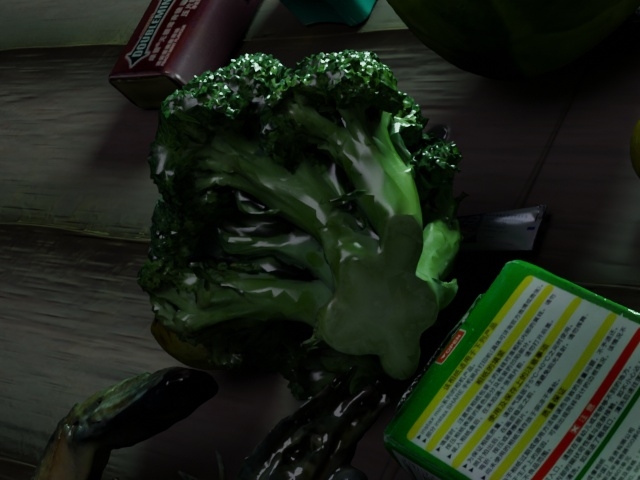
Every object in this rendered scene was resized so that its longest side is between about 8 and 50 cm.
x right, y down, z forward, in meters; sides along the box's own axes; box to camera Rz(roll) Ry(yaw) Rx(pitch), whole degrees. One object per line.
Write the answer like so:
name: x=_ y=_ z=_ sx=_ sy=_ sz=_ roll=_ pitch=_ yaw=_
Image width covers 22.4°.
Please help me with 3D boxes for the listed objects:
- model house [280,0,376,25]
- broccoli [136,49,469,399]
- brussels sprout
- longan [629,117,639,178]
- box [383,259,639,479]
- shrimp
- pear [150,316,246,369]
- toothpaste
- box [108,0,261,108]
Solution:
model house: x=0.005 y=-0.285 z=1.593 sx=0.127 sy=0.100 sz=0.149 roll=-32 pitch=41 yaw=19
broccoli: x=0.000 y=0.000 z=1.185 sx=0.265 sy=0.294 sz=0.245 roll=-21 pitch=22 yaw=-13
brussels sprout: x=0.143 y=-0.249 z=1.319 sx=0.271 sy=0.219 sz=0.210 roll=29 pitch=74 yaw=37
longan: x=0.255 y=-0.073 z=1.166 sx=0.075 sy=0.083 sz=0.075 roll=-17 pitch=8 yaw=2
box: x=0.170 y=0.131 z=1.043 sx=0.180 sy=0.103 sz=0.250 roll=-52 pitch=38 yaw=-8
shrimp: x=-0.111 y=0.198 z=1.204 sx=0.445 sy=0.085 sz=0.272 roll=-40 pitch=48 yaw=32
pear: x=-0.073 y=0.046 z=1.355 sx=0.141 sy=0.104 sz=0.141 roll=-59 pitch=-2 yaw=-4
toothpaste: x=0.103 y=-0.004 z=1.294 sx=0.170 sy=0.028 sz=0.045 roll=-5 pitch=48 yaw=39
box: x=-0.126 y=-0.244 z=1.710 sx=0.120 sy=0.069 sz=0.224 roll=5 pitch=61 yaw=46
